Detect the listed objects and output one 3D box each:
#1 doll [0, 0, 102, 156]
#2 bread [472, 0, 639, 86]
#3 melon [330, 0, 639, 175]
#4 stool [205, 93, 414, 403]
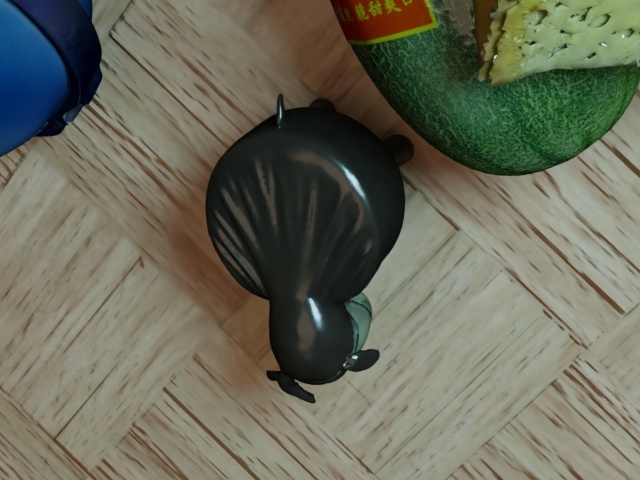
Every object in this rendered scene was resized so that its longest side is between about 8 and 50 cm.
[{"bbox_3d":[-0.299,-0.157,1.054,0.310,0.240,0.284,4,153,37],"label":"doll"},{"bbox_3d":[0.144,-0.263,0.788,0.248,0.315,0.279,-6,135,-14],"label":"bread"},{"bbox_3d":[0.087,-0.177,0.892,0.182,0.182,0.288,-15,101,29],"label":"melon"},{"bbox_3d":[0.000,0.000,1.037,0.125,0.121,0.217,-2,107,24],"label":"stool"}]
